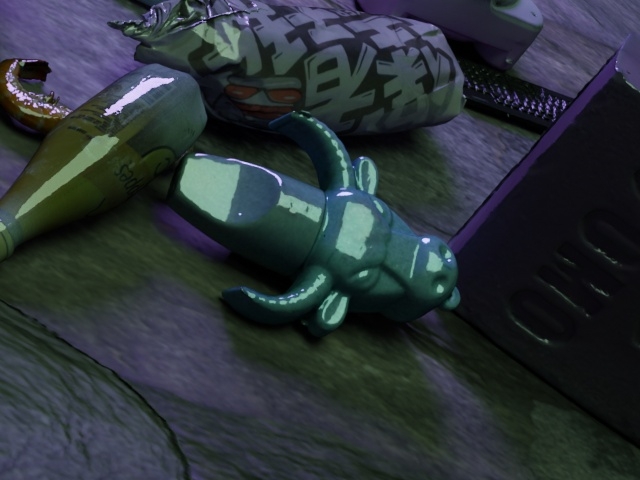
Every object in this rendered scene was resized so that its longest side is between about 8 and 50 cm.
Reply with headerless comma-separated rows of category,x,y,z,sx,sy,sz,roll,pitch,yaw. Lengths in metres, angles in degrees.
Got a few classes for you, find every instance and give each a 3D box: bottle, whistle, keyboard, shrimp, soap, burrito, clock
bottle,-0.187,-0.053,1.395,0.083,0.083,0.269,42,44,4
whistle,0.000,0.000,1.512,0.274,0.093,0.186,23,62,-18
keyboard,0.241,-0.148,2.003,0.250,0.017,0.087,16,37,-33
shrimp,-0.213,-0.110,1.491,0.127,0.025,0.091,29,29,-23
soap,0.292,0.012,1.602,0.285,0.296,0.107,35,35,-4
burrito,-0.021,-0.163,1.681,0.445,0.101,0.139,-1,55,-48
clock,0.128,-0.317,2.033,0.227,0.090,0.248,17,37,-32

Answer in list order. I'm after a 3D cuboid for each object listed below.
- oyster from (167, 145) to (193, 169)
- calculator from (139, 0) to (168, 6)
oyster,-0.143,-0.089,1.538,0.080,0.038,0.083,43,51,15
calculator,-0.180,-0.266,1.719,0.153,0.021,0.095,30,34,-8
